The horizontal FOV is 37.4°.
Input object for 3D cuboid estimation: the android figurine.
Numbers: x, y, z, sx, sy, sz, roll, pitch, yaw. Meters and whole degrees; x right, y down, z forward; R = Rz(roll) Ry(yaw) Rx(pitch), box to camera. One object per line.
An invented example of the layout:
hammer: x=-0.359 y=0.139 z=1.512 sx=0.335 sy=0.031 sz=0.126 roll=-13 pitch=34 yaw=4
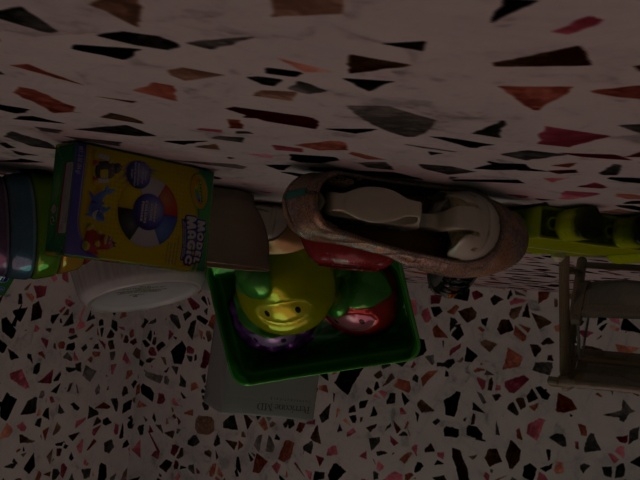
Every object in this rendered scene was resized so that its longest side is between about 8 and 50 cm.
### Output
android figurine: x=0.327 y=-0.006 z=1.277 sx=0.248 sy=0.056 sz=0.273 roll=7 pitch=173 yaw=-17

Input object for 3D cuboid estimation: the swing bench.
swing bench: x=0.560 y=0.154 z=1.693 sx=0.253 sy=0.255 sz=0.165 roll=3 pitch=175 yaw=30

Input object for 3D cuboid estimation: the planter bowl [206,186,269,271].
planter bowl: x=-0.148 y=-0.018 z=1.338 sx=0.162 sy=0.109 sz=0.162 roll=5 pitch=176 yaw=0

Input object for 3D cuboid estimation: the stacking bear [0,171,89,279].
stacking bear: x=-0.381 y=-0.023 z=1.364 sx=0.289 sy=0.175 sz=0.164 roll=-3 pitch=-173 yaw=-26

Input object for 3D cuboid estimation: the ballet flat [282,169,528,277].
ballet flat: x=0.115 y=-0.020 z=1.079 sx=0.316 sy=0.108 sz=0.106 roll=6 pitch=168 yaw=-17

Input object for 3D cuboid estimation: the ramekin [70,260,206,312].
ramekin: x=-0.334 y=0.046 z=1.742 sx=0.273 sy=0.127 sz=0.273 roll=-11 pitch=166 yaw=-3

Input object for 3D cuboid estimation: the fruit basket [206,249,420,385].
fruit basket: x=-0.028 y=0.107 z=1.658 sx=0.392 sy=0.283 sz=0.392 roll=-13 pitch=-174 yaw=1

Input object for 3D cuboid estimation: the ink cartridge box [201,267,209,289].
ink cartridge box: x=-0.380 y=0.047 z=2.216 sx=0.226 sy=0.131 sz=0.306 roll=5 pitch=180 yaw=18

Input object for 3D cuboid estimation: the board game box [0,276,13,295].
board game box: x=-0.597 y=-0.016 z=1.460 sx=0.317 sy=0.213 sz=0.046 roll=10 pitch=-142 yaw=-45

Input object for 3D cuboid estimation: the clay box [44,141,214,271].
clay box: x=-0.208 y=-0.033 z=1.115 sx=0.222 sy=0.127 sz=0.053 roll=9 pitch=173 yaw=-42

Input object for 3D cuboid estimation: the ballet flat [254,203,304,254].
ballet flat: x=-0.115 y=-0.024 z=1.453 sx=0.232 sy=0.080 sz=0.073 roll=2 pitch=159 yaw=21

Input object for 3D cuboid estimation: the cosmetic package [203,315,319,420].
cosmetic package: x=-0.110 y=0.182 z=2.028 sx=0.217 sy=0.385 sz=0.156 roll=7 pitch=175 yaw=-21

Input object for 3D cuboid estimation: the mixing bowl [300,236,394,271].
mixing bowl: x=0.043 y=-0.010 z=1.282 sx=0.181 sy=0.098 sz=0.181 roll=6 pitch=176 yaw=0

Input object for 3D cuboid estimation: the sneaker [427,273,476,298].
sneaker: x=0.259 y=0.053 z=1.741 sx=0.100 sy=0.108 sz=0.271 roll=8 pitch=174 yaw=-5
